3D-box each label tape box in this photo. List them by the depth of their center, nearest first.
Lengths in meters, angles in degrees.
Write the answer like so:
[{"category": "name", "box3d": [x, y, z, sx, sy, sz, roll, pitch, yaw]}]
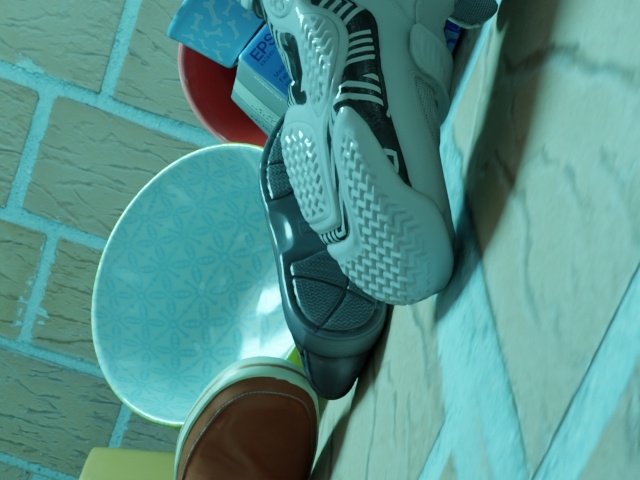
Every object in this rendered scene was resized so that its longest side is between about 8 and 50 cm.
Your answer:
[{"category": "label tape box", "box3d": [0.018, -0.226, 1.378, 0.249, 0.115, 0.347, -51, 5, -6]}]

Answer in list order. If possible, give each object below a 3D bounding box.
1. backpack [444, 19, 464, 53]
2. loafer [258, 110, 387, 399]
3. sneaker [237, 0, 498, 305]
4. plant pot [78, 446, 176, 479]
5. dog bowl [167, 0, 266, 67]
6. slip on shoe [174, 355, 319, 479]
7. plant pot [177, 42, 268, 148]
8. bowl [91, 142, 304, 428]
[{"category": "backpack", "box3d": [0.063, -0.184, 1.099, 0.173, 0.117, 0.158, -81, 11, -66]}, {"category": "loafer", "box3d": [0.000, 0.000, 1.068, 0.302, 0.109, 0.095, -93, 6, -46]}, {"category": "sneaker", "box3d": [0.067, -0.143, 0.853, 0.137, 0.210, 0.366, 117, 136, -62]}, {"category": "plant pot", "box3d": [-0.216, 0.377, 1.534, 0.291, 0.203, 0.291, -160, 90, -85]}, {"category": "dog bowl", "box3d": [-0.033, -0.298, 1.279, 0.297, 0.074, 0.166, -51, 4, -8]}, {"category": "slip on shoe", "box3d": [-0.074, 0.248, 1.050, 0.101, 0.123, 0.331, -121, 46, -61]}, {"category": "plant pot", "box3d": [-0.027, -0.268, 1.721, 0.243, 0.275, 0.275, -58, -9, -61]}, {"category": "bowl", "box3d": [-0.076, 0.061, 1.284, 0.156, 0.289, 0.289, 28, -102, -51]}]
